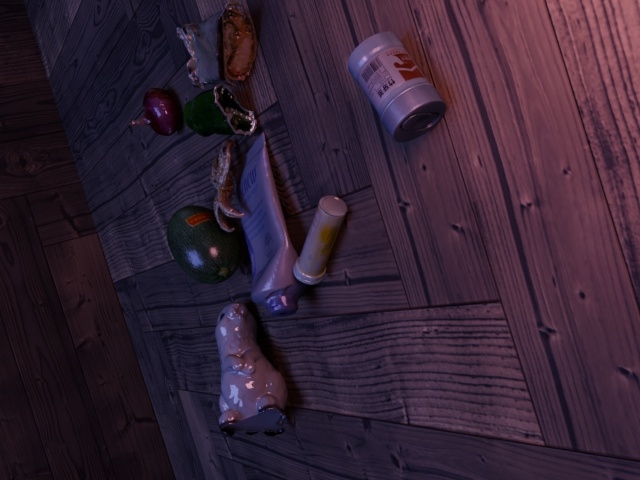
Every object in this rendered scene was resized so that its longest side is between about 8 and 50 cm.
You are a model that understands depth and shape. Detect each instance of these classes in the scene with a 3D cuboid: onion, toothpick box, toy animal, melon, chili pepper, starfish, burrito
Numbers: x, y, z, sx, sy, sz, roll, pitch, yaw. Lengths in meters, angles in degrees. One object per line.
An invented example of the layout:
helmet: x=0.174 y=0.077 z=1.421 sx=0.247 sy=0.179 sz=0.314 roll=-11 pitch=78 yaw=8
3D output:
onion: x=-0.497 y=-0.369 z=2.070 sx=0.150 sy=0.140 sz=0.150 roll=43 pitch=142 yaw=45
toothpick box: x=0.122 y=-0.250 z=1.144 sx=0.153 sy=0.101 sz=0.101 roll=60 pitch=148 yaw=20
toy animal: x=-0.208 y=0.355 z=1.970 sx=0.258 sy=0.194 sz=0.357 roll=75 pitch=178 yaw=-58
melon: x=-0.319 y=0.015 z=1.941 sx=0.288 sy=0.182 sz=0.182 roll=49 pitch=143 yaw=38
chili pepper: x=-0.265 y=-0.314 z=1.753 sx=0.270 sy=0.136 sz=0.099 roll=13 pitch=72 yaw=60
starfish: x=-0.242 y=-0.135 z=1.788 sx=0.216 sy=0.071 sz=0.238 roll=-120 pitch=29 yaw=-63
burrito: x=-0.240 y=-0.443 z=1.648 sx=0.348 sy=0.107 sz=0.175 roll=10 pitch=129 yaw=59

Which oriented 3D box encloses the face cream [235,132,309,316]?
face cream: x=-0.128 y=-0.022 z=1.705 sx=0.235 sy=0.137 sz=0.420 roll=136 pitch=124 yaw=-59

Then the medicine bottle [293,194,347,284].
medicine bottle: x=0.000 y=0.000 z=1.516 sx=0.074 sy=0.074 sz=0.218 roll=53 pitch=143 yaw=29
